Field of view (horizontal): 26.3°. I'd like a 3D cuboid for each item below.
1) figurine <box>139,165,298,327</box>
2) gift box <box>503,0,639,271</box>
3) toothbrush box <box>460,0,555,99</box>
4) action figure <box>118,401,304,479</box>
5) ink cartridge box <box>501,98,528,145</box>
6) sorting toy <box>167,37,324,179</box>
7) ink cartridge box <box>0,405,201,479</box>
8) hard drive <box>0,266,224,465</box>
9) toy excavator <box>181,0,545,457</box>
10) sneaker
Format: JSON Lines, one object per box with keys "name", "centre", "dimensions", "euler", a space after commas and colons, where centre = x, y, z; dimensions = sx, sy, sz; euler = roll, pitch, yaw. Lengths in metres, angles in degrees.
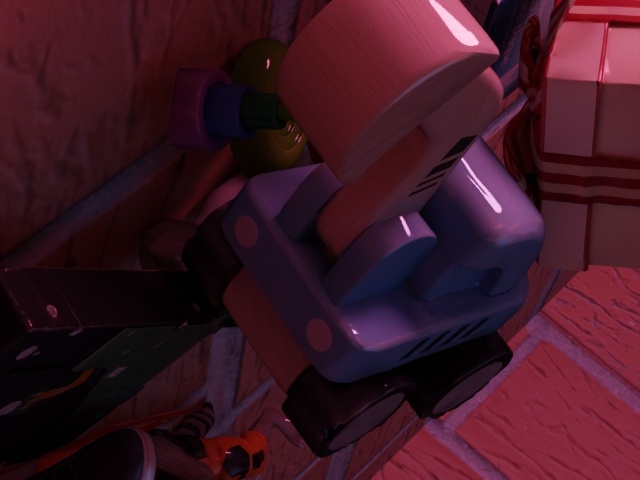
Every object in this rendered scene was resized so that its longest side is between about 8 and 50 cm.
{"name": "figurine", "centre": [-0.112, 0.029, 1.349], "dimensions": [0.209, 0.092, 0.215], "euler": [-31, 154, -37]}
{"name": "gift box", "centre": [0.300, -0.142, 1.213], "dimensions": [0.255, 0.258, 0.276], "euler": [-72, 161, -47]}
{"name": "toothbrush box", "centre": [0.199, -0.271, 1.417], "dimensions": [0.295, 0.126, 0.216], "euler": [-41, 160, -31]}
{"name": "action figure", "centre": [-0.214, 0.291, 1.606], "dimensions": [0.341, 0.179, 0.330], "euler": [-27, 164, 23]}
{"name": "ink cartridge box", "centre": [0.388, -0.240, 1.473], "dimensions": [0.279, 0.160, 0.385], "euler": [-28, 150, -58]}
{"name": "sorting toy", "centre": [0.010, -0.112, 1.208], "dimensions": [0.365, 0.126, 0.127], "euler": [-9, 103, -64]}
{"name": "ink cartridge box", "centre": [-0.244, 0.232, 1.321], "dimensions": [0.232, 0.066, 0.189], "euler": [-21, 172, 21]}
{"name": "hard drive", "centre": [-0.241, 0.110, 1.127], "dimensions": [0.237, 0.064, 0.339], "euler": [-37, 165, 17]}
{"name": "toy excavator", "centre": [0.061, -0.035, 1.077], "dimensions": [0.433, 0.222, 0.445], "euler": [-12, 149, -47]}
{"name": "sneaker", "centre": [-0.257, 0.229, 1.152], "dimensions": [0.226, 0.086, 0.163], "euler": [-41, 145, 15]}
